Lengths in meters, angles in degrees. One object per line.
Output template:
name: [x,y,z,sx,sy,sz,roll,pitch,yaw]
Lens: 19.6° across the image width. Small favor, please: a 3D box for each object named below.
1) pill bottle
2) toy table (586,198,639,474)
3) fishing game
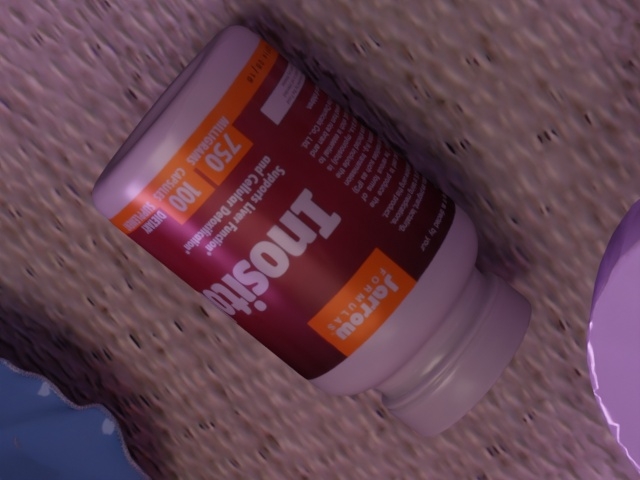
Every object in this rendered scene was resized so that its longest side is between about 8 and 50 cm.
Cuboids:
pill bottle: [0.000,0.000,0.670,0.152,0.086,0.086,39,125,-10]
toy table: [0.227,0.015,0.565,0.274,0.161,0.252,26,125,-2]
fishing game: [-0.157,0.101,0.814,0.264,0.041,0.189,27,133,-10]
